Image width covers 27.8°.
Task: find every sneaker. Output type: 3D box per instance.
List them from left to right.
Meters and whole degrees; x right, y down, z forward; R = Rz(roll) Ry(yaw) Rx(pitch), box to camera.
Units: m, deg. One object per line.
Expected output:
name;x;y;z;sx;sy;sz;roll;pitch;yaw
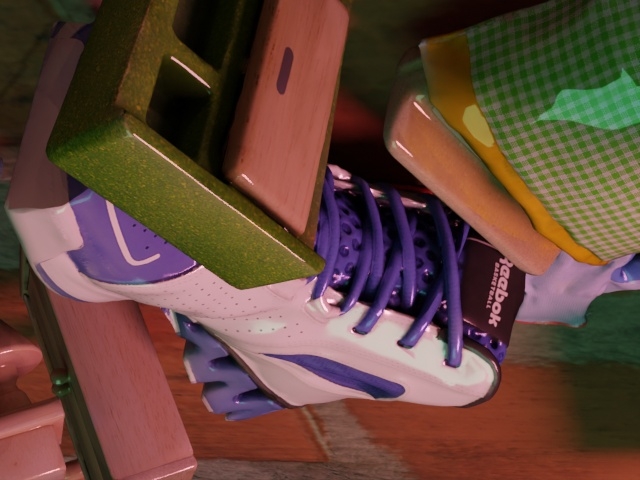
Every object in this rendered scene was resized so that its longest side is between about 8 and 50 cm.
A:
sneaker;0.000;0.001;0.626;0.182;0.127;0.315;-2;155;19

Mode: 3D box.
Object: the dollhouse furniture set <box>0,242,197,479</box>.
dollhouse furniture set;-0.270;0.119;0.710;0.356;0.173;0.303;-16;158;-19

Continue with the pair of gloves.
pair of gloves;0.101;0.016;0.754;0.198;0.023;0.159;6;153;2

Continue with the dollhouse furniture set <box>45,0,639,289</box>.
dollhouse furniture set;0.091;-0.039;0.478;0.198;0.151;0.301;-17;140;37

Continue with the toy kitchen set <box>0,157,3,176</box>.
toy kitchen set;-0.236;0.011;0.601;0.122;0.207;0.166;-16;144;37
